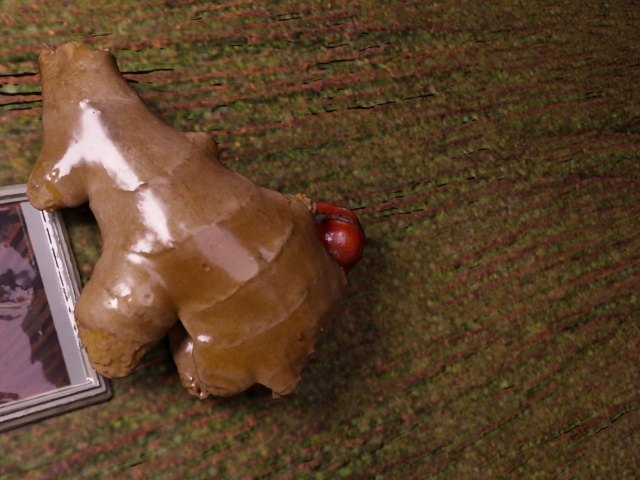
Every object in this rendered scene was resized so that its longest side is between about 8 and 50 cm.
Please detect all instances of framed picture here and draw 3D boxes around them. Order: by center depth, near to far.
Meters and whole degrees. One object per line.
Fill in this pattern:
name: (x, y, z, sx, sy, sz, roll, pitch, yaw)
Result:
framed picture: (-0.325, 0.065, 0.689, 0.273, 0.016, 0.216, -13, 80, -35)

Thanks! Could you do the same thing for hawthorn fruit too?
hawthorn fruit: (0.000, 0.000, 0.877, 0.093, 0.093, 0.093, 11, 67, -28)

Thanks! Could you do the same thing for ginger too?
ginger: (-0.154, -0.001, 0.784, 0.375, 0.166, 0.236, 36, 87, 6)
